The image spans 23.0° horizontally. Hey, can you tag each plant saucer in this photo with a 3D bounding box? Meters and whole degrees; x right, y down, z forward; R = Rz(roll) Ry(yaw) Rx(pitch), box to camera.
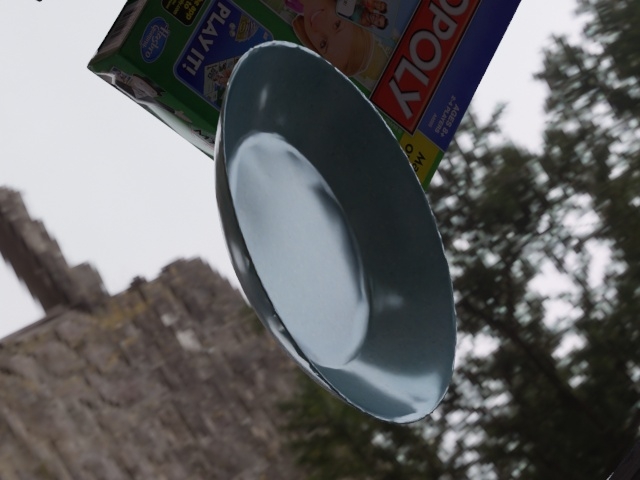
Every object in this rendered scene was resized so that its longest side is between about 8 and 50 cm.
[{"bbox_3d":[0.000,0.000,0.757,0.037,0.195,0.195,-24,-87,27],"label":"plant saucer"}]

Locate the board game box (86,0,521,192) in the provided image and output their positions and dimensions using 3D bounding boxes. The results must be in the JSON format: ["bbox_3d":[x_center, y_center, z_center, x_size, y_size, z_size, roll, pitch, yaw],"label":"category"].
[{"bbox_3d":[0.023,-0.173,0.968,0.213,0.317,0.046,37,-22,-24],"label":"board game box"}]

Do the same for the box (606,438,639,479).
[{"bbox_3d":[0.242,0.126,0.636,0.231,0.056,0.183,40,-86,35],"label":"box"}]
